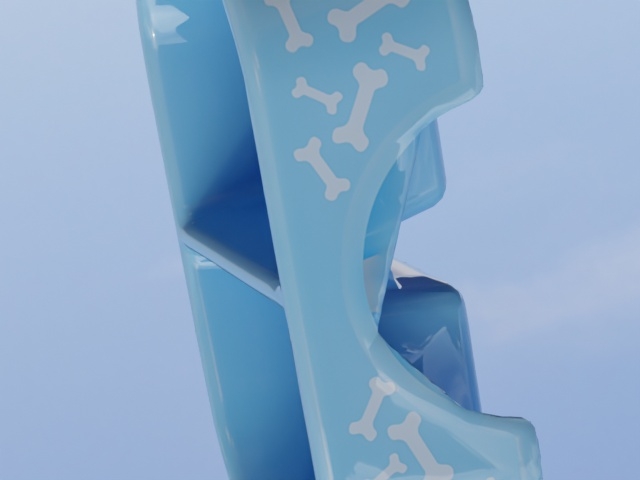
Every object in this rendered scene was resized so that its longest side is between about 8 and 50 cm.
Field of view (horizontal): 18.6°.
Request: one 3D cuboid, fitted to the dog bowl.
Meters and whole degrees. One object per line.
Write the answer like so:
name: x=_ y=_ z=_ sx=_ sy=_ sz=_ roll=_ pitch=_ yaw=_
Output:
dog bowl: x=0.000 y=0.000 z=0.685 sx=0.074 sy=0.297 sz=0.166 roll=-13 pitch=-166 yaw=-17
